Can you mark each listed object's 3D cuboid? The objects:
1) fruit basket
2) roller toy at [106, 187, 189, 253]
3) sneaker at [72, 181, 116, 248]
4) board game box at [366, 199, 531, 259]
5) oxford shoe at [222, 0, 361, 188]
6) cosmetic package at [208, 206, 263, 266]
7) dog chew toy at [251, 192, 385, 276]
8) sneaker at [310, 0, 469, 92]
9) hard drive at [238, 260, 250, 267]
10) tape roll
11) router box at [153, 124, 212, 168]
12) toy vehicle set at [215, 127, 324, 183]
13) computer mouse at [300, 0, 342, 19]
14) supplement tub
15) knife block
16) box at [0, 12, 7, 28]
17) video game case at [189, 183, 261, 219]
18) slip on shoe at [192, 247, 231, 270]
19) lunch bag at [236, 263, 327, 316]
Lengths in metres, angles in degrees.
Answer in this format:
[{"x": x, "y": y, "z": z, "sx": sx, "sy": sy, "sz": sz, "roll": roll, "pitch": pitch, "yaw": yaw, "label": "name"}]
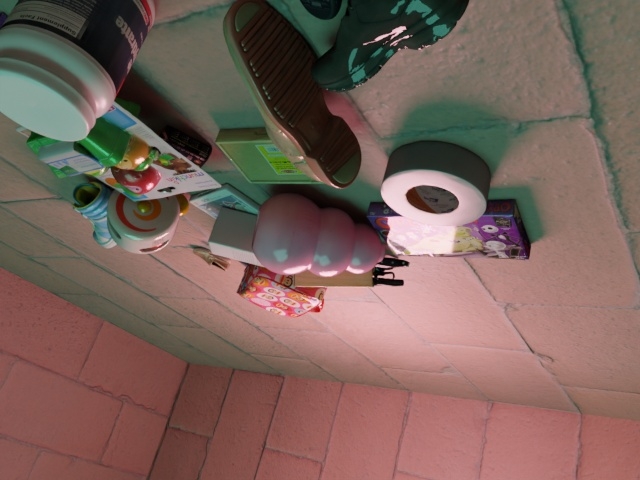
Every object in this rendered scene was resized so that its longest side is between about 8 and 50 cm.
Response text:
[{"x": -0.458, "y": -0.179, "z": 1.365, "sx": 0.327, "sy": 0.165, "sz": 0.353, "roll": -5, "pitch": 147, "yaw": 33, "label": "fruit basket"}, {"x": -0.487, "y": -0.069, "z": 1.653, "sx": 0.209, "sy": 0.191, "sz": 0.146, "roll": 22, "pitch": 154, "yaw": -11, "label": "roller toy"}, {"x": -0.677, "y": -0.087, "z": 1.829, "sx": 0.208, "sy": 0.127, "sz": 0.319, "roll": 35, "pitch": 147, "yaw": -28, "label": "sneaker"}, {"x": 0.307, "y": -0.023, "z": 1.434, "sx": 0.346, "sy": 0.056, "sz": 0.208, "roll": 1, "pitch": 147, "yaw": 31, "label": "board game box"}, {"x": -0.073, "y": -0.245, "z": 1.079, "sx": 0.146, "sy": 0.140, "sz": 0.397, "roll": 15, "pitch": 148, "yaw": 43, "label": "oxford shoe"}, {"x": -0.178, "y": 0.000, "z": 1.640, "sx": 0.231, "sy": 0.117, "sz": 0.085, "roll": 15, "pitch": 154, "yaw": 6, "label": "cosmetic package"}, {"x": 0.000, "y": 0.000, "z": 1.503, "sx": 0.331, "sy": 0.207, "sz": 0.206, "roll": 12, "pitch": 156, "yaw": -9, "label": "dog chew toy"}, {"x": 0.077, "y": -0.326, "z": 0.892, "sx": 0.130, "sy": 0.109, "sz": 0.286, "roll": 41, "pitch": 140, "yaw": -26, "label": "sneaker"}, {"x": -0.117, "y": 0.084, "z": 1.911, "sx": 0.254, "sy": 0.054, "sz": 0.172, "roll": 0, "pitch": 151, "yaw": 32, "label": "hard drive"}, {"x": 0.240, "y": -0.114, "z": 1.249, "sx": 0.219, "sy": 0.072, "sz": 0.219, "roll": 14, "pitch": 155, "yaw": 7, "label": "tape roll"}, {"x": -0.331, "y": -0.217, "z": 1.427, "sx": 0.122, "sy": 0.038, "sz": 0.092, "roll": 26, "pitch": 155, "yaw": -20, "label": "router box"}, {"x": -0.082, "y": -0.187, "z": 1.337, "sx": 0.266, "sy": 0.035, "sz": 0.166, "roll": 3, "pitch": 153, "yaw": 27, "label": "toy vehicle set"}, {"x": -0.013, "y": -0.413, "z": 0.825, "sx": 0.071, "sy": 0.041, "sz": 0.242, "roll": 24, "pitch": 155, "yaw": 25, "label": "computer mouse"}, {"x": -0.402, "y": -0.320, "z": 0.969, "sx": 0.191, "sy": 0.272, "sz": 0.191, "roll": 14, "pitch": 156, "yaw": 6, "label": "supplement tub"}, {"x": 0.095, "y": 0.083, "z": 1.625, "sx": 0.242, "sy": 0.088, "sz": 0.275, "roll": -3, "pitch": 174, "yaw": 39, "label": "knife block"}, {"x": -0.712, "y": -0.378, "z": 1.299, "sx": 0.293, "sy": 0.057, "sz": 0.201, "roll": 2, "pitch": 153, "yaw": 29, "label": "box"}, {"x": -0.240, "y": -0.082, "z": 1.675, "sx": 0.183, "sy": 0.023, "sz": 0.201, "roll": -11, "pitch": 144, "yaw": 46, "label": "video game case"}, {"x": -0.375, "y": 0.065, "z": 2.049, "sx": 0.135, "sy": 0.041, "sz": 0.051, "roll": 23, "pitch": 155, "yaw": -15, "label": "slip on shoe"}, {"x": -0.102, "y": 0.148, "z": 1.817, "sx": 0.258, "sy": 0.120, "sz": 0.293, "roll": 27, "pitch": 155, "yaw": -15, "label": "lunch bag"}]
